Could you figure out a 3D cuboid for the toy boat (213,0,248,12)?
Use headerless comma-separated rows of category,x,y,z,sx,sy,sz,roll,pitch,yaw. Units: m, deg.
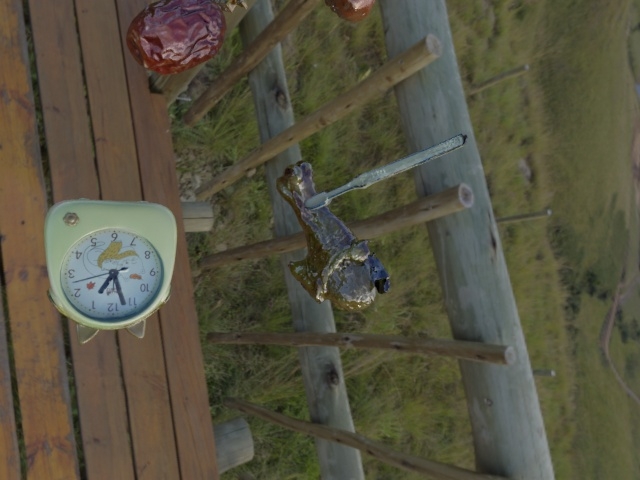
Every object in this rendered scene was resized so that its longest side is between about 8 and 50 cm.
toy boat,-0.372,-0.962,1.777,0.077,0.201,0.057,-63,154,-6

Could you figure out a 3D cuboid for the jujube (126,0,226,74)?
jujube,-0.347,-0.508,1.085,0.250,0.174,0.174,-37,106,-31

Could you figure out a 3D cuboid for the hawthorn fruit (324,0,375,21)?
hawthorn fruit,0.101,-0.664,1.171,0.149,0.189,0.149,55,24,-39

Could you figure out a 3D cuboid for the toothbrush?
toothbrush,0.097,-0.109,0.730,0.028,0.295,0.026,7,64,-59

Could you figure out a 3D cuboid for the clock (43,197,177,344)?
clock,-0.511,0.073,1.087,0.287,0.117,0.347,1,93,-30

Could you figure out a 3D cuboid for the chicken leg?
chicken leg,-0.002,0.011,1.036,0.361,0.212,0.140,53,21,4
